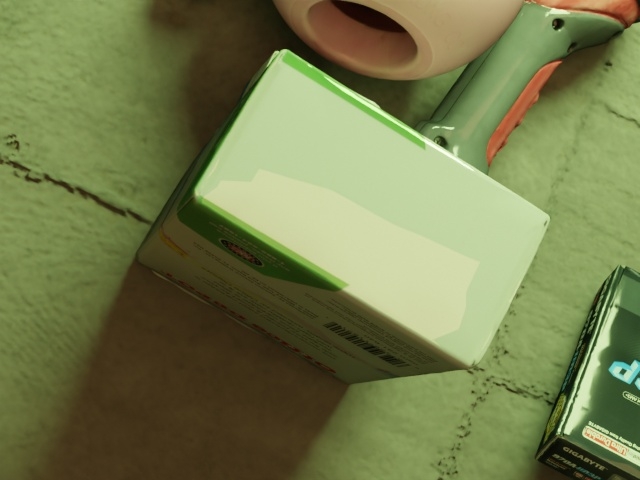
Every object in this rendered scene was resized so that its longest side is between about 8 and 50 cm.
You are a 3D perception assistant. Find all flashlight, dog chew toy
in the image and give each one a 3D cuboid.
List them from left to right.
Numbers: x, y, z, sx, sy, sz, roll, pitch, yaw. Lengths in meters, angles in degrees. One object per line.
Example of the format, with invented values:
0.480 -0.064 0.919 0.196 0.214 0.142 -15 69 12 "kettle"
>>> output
0.084 -0.290 1.030 0.206 0.206 0.332 24 69 -10 "dog chew toy"
0.159 -0.122 1.081 0.103 0.103 0.304 34 82 7 "flashlight"

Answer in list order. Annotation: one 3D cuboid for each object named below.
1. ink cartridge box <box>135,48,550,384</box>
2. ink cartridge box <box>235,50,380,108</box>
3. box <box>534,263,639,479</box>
0.000 0.000 0.937 0.201 0.278 0.117 31 76 -8 "ink cartridge box"
-0.016 -0.089 1.019 0.088 0.122 0.052 28 79 -9 "ink cartridge box"
0.297 0.141 1.058 0.220 0.051 0.175 28 57 2 "box"
